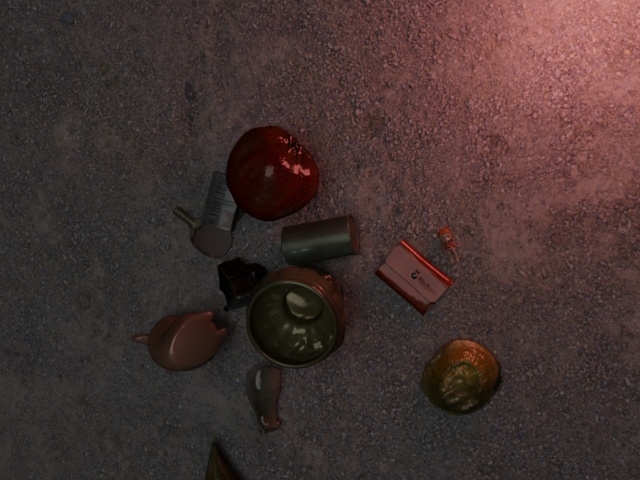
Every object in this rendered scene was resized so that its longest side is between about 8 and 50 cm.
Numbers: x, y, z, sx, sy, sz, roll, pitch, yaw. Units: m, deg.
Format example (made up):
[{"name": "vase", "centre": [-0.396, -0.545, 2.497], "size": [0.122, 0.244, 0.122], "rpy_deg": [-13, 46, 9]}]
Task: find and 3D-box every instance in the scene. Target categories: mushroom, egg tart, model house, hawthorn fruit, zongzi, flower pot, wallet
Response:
[{"name": "mushroom", "centre": [-0.185, 0.520, 1.953], "size": [0.116, 0.093, 0.225], "rpy_deg": [0, 89, -7]}, {"name": "egg tart", "centre": [0.421, 0.419, 1.793], "size": [0.252, 0.098, 0.232], "rpy_deg": [-20, 92, 11]}, {"name": "model house", "centre": [-0.254, 0.129, 1.951], "size": [0.165, 0.106, 0.152], "rpy_deg": [-18, 75, -20]}, {"name": "hawthorn fruit", "centre": [-0.167, -0.178, 1.829], "size": [0.287, 0.287, 0.330], "rpy_deg": [46, 118, 7]}, {"name": "zongzi", "centre": [-0.282, 0.817, 1.998], "size": [0.228, 0.115, 0.256], "rpy_deg": [8, 85, 10]}, {"name": "flower pot", "centre": [-0.057, 0.210, 1.805], "size": [0.307, 0.244, 0.308], "rpy_deg": [4, 108, 12]}, {"name": "wallet", "centre": [0.284, 0.114, 1.828], "size": [0.204, 0.045, 0.142], "rpy_deg": [41, 102, 8]}]

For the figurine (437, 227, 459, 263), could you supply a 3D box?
[{"name": "figurine", "centre": [0.384, 0.016, 1.797], "size": [0.064, 0.047, 0.109], "rpy_deg": [-21, 97, 8]}]

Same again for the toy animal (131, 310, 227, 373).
[{"name": "toy animal", "centre": [-0.457, 0.321, 1.954], "size": [0.195, 0.256, 0.213], "rpy_deg": [51, 63, -20]}]

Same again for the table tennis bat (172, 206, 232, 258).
[{"name": "table tennis bat", "centre": [-0.400, -0.035, 2.008], "size": [0.234, 0.022, 0.131], "rpy_deg": [36, 100, 8]}]

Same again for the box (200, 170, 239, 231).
[{"name": "box", "centre": [-0.319, -0.129, 1.965], "size": [0.115, 0.036, 0.178], "rpy_deg": [15, 93, 10]}]

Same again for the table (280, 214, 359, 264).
[{"name": "table", "centre": [0.000, 0.000, 1.851], "size": [0.219, 0.126, 0.127], "rpy_deg": [-9, 91, 14]}]
